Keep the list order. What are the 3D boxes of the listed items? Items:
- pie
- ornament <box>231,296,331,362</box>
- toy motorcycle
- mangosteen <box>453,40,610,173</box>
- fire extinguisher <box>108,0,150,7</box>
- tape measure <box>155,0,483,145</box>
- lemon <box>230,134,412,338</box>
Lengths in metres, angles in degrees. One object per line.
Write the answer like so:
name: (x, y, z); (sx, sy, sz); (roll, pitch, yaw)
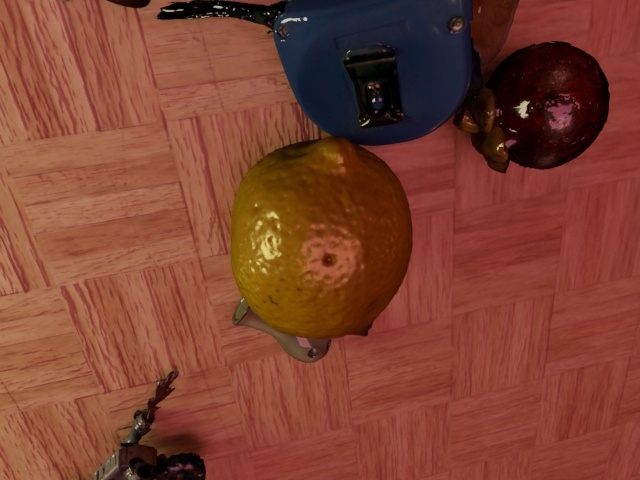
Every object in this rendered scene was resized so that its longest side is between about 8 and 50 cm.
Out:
pie: (0.178, -0.307, 0.541); (0.195, 0.046, 0.195); (-15, 123, -24)
ornament: (-0.053, 0.131, 0.692); (0.156, 0.081, 0.075); (29, 138, -19)
toy motorcycle: (-0.299, 0.399, 0.722); (0.207, 0.134, 0.401); (22, 108, -27)
mangosteen: (0.265, -0.167, 0.581); (0.180, 0.166, 0.166); (-12, 117, 12)
fire extinguisher: (-0.158, -0.345, 0.423); (0.099, 0.071, 0.231); (-11, 146, -46)
tape measure: (0.001, -0.202, 0.519); (0.351, 0.098, 0.215); (-3, 148, 19)
lemon: (0.002, -0.008, 0.553); (0.228, 0.228, 0.254); (2, 113, -13)
